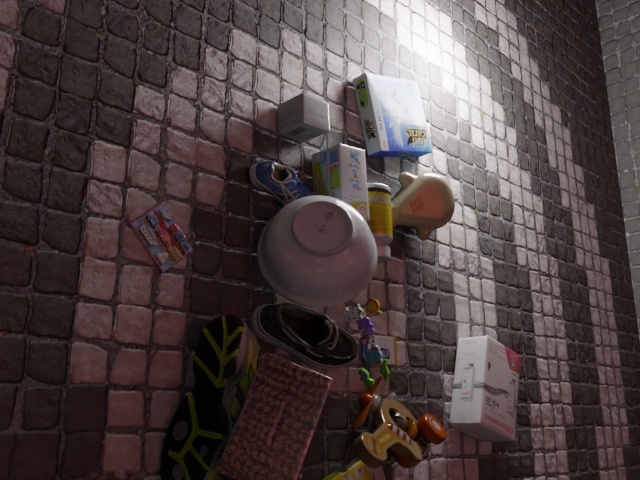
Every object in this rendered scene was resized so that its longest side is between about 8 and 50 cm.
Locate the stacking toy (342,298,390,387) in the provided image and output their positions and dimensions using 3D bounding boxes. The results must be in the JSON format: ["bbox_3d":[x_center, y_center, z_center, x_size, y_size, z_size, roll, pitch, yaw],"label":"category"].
[{"bbox_3d":[0.132,0.263,1.690,0.167,0.052,0.221,6,69,-66],"label":"stacking toy"}]

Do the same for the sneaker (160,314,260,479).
[{"bbox_3d":[-0.206,0.356,1.354,0.147,0.145,0.384,45,57,-51],"label":"sneaker"}]

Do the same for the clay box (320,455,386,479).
[{"bbox_3d":[0.074,0.626,1.610,0.222,0.053,0.127,-14,88,-44],"label":"clay box"}]

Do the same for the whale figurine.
[{"bbox_3d":[0.272,-0.100,1.975,0.272,0.141,0.216,-22,94,-21],"label":"whale figurine"}]

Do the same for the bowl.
[{"bbox_3d":[0.000,0.000,1.545,0.298,0.134,0.297,3,61,-5],"label":"bowl"}]

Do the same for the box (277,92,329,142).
[{"bbox_3d":[-0.045,-0.323,1.722,0.102,0.101,0.087,10,72,-44],"label":"box"}]

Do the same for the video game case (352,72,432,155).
[{"bbox_3d":[0.231,-0.387,2.041,0.270,0.061,0.244,-7,85,-45],"label":"video game case"}]

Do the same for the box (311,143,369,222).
[{"bbox_3d":[0.054,-0.142,1.759,0.103,0.114,0.203,7,74,-43],"label":"box"}]

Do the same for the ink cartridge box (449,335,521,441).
[{"bbox_3d":[0.521,0.469,2.046,0.207,0.117,0.283,32,58,-35],"label":"ink cartridge box"}]

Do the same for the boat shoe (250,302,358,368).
[{"bbox_3d":[-0.013,0.237,1.585,0.335,0.119,0.121,24,63,-38],"label":"boat shoe"}]

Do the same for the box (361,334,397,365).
[{"bbox_3d":[0.158,0.304,1.802,0.136,0.028,0.081,12,70,-39],"label":"box"}]

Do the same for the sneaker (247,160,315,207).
[{"bbox_3d":[-0.084,-0.137,1.648,0.211,0.081,0.080,25,60,-39],"label":"sneaker"}]

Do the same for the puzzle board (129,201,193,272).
[{"bbox_3d":[-0.341,-0.007,1.410,0.096,0.011,0.128,-44,109,-42],"label":"puzzle board"}]

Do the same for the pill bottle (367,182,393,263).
[{"bbox_3d":[0.142,-0.046,1.816,0.119,0.119,0.208,12,70,-42],"label":"pill bottle"}]

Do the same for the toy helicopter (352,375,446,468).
[{"bbox_3d":[0.164,0.476,1.648,0.235,0.140,0.355,50,18,17],"label":"toy helicopter"}]

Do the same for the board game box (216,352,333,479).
[{"bbox_3d":[-0.093,0.388,1.313,0.141,0.291,0.232,21,67,3],"label":"board game box"}]
